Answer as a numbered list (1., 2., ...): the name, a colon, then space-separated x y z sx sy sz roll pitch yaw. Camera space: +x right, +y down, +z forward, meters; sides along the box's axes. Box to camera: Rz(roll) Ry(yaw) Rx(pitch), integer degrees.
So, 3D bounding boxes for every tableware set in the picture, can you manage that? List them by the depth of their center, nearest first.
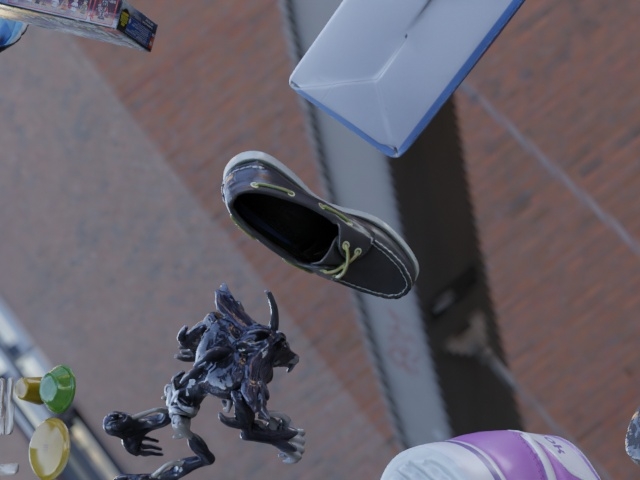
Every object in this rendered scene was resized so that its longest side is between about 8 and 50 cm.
1. tableware set: -0.219 0.174 1.328 0.104 0.154 0.024 -13 -19 42

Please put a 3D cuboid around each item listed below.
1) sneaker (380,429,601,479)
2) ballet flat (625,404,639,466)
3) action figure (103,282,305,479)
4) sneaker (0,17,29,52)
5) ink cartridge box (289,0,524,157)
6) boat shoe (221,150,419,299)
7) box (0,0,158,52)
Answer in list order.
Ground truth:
1. sneaker: 0.117 0.241 0.920 0.102 0.282 0.161 -2 -1 40
2. ballet flat: 0.352 0.112 1.474 0.250 0.058 0.084 -45 31 -23
3. action figure: -0.096 0.153 1.727 0.141 0.164 0.276 10 -43 -45
4. sneaker: -0.337 -0.259 1.739 0.063 0.162 0.073 -24 -28 34
5. ink cartridge box: 0.155 -0.300 1.852 0.270 0.151 0.395 -52 3 38
6. boat shoe: 0.000 0.000 1.706 0.081 0.228 0.068 -50 19 26
7. box: -0.211 -0.188 1.418 0.094 0.137 0.027 27 -103 -76
